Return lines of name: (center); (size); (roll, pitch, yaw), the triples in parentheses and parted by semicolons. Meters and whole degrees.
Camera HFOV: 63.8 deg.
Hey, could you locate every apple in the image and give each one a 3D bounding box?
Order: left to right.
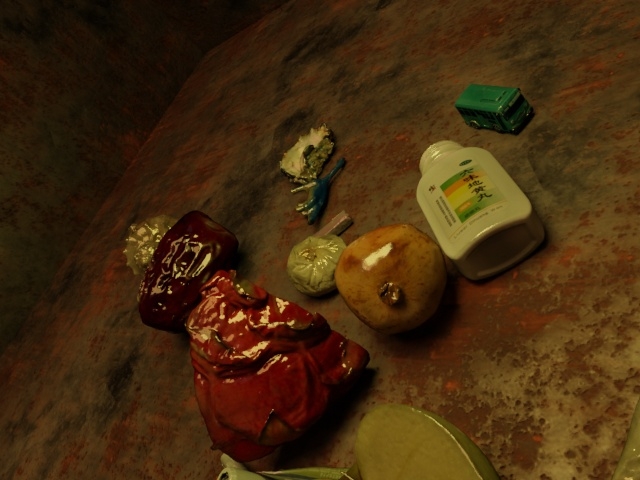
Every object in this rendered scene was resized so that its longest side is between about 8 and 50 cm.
apple: (0.111, 0.388, 0.673); (0.295, 0.233, 0.258); (-44, 52, -14)

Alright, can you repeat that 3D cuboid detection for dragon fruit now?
dragon fruit: (-0.106, 0.226, 0.950); (0.228, 0.329, 0.286); (-6, 32, 47)

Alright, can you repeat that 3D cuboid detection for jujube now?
jujube: (-0.387, 0.092, 1.531); (0.258, 0.258, 0.376); (-4, 66, 46)

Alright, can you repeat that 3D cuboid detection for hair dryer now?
hair dryer: (-0.160, 0.461, 1.014); (0.073, 0.131, 0.236); (-65, 23, -10)

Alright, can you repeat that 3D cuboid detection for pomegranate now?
pomegranate: (0.132, 0.071, 0.982); (0.215, 0.215, 0.215); (-29, 38, 26)

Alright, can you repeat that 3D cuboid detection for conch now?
conch: (-0.608, -0.009, 1.943); (0.263, 0.186, 0.324); (-21, 40, 7)

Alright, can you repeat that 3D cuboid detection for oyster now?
oyster: (-0.041, -0.272, 1.649); (0.198, 0.092, 0.259); (-30, 29, 25)

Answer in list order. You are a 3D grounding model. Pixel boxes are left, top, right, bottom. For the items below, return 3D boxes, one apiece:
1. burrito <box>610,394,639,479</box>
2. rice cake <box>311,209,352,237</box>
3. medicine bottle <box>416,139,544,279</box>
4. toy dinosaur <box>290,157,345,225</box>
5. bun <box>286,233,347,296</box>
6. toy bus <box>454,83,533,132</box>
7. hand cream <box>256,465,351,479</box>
burrito: (0.392, 0.310, 0.557); (0.175, 0.107, 0.347); (20, 73, 38)
rice cake: (0.000, 0.000, 1.366); (0.207, 0.036, 0.047); (-40, 24, 11)
medicine bottle: (0.299, -0.081, 1.040); (0.179, 0.124, 0.324); (-35, 34, 18)
toy dinosaur: (0.012, -0.139, 1.471); (0.188, 0.075, 0.247); (-31, 30, 11)
bun: (-0.009, 0.053, 1.255); (0.164, 0.111, 0.188); (-50, 30, -8)
toy bus: (0.396, -0.307, 1.186); (0.079, 0.092, 0.160); (-51, 34, -2)
hand cream: (0.000, 0.423, 0.908); (0.235, 0.086, 0.055); (-12, 64, 36)
